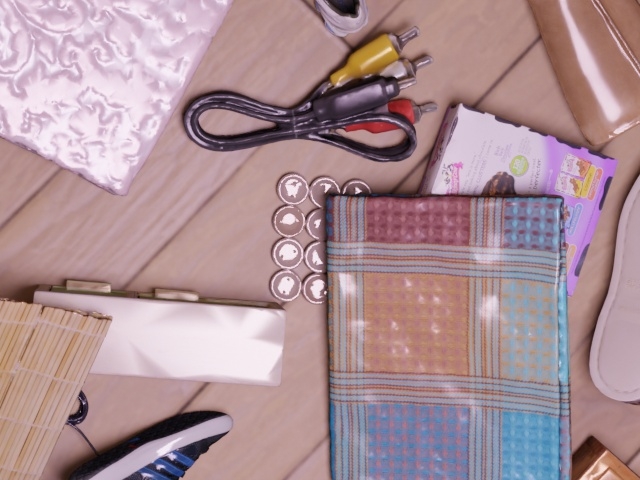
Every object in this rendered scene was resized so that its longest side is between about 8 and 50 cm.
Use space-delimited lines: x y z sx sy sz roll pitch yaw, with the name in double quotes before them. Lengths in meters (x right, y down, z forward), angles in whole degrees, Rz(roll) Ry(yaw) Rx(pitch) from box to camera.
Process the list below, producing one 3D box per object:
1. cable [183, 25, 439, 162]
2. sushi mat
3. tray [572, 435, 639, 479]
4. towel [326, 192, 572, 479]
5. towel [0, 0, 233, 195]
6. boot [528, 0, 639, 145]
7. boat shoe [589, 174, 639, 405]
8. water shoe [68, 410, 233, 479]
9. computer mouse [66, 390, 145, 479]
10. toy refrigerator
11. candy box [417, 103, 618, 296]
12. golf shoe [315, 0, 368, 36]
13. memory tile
"cable" -0.005 -0.139 1.661 0.287 0.072 0.139 -14 112 6
"sushi mat" -0.342 0.187 1.549 0.151 0.019 0.316 14 119 -25
"tray" 0.404 0.439 1.707 0.411 0.076 0.203 41 92 -8
"towel" 0.139 0.132 1.622 0.271 0.040 0.370 0 101 13
"towel" -0.281 -0.253 1.586 0.332 0.053 0.317 28 89 -19
"boot" 0.344 -0.280 1.672 0.236 0.089 0.269 -30 96 6
"boat shoe" 0.399 0.032 1.684 0.116 0.096 0.324 16 86 33
"water shoe" -0.181 0.253 1.619 0.203 0.073 0.080 -23 103 -27
"computer mouse" -0.254 0.241 1.643 0.071 0.041 0.242 -36 89 -28
"toy refrigerator" -0.178 0.099 1.612 0.269 0.102 0.094 4 92 -7
"candy box" 0.214 -0.046 1.670 0.196 0.070 0.165 19 91 -8
"golf shoe" -0.002 -0.309 1.624 0.069 0.086 0.176 -38 95 -2
"memory tile" 0.000 0.000 1.675 0.113 0.012 0.148 4 93 -7
